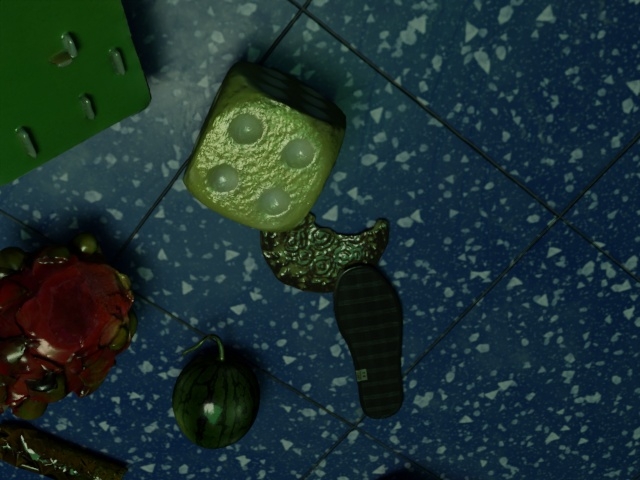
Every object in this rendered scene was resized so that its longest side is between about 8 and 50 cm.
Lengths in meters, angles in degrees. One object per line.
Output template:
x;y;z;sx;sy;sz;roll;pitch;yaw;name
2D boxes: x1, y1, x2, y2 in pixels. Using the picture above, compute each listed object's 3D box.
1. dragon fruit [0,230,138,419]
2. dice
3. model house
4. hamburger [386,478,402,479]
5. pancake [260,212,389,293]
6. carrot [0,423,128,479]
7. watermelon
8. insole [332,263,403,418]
-0.408;0.132;1.086;0.307;0.243;0.228;-27;75;-11;dragon fruit
-0.074;-0.125;1.004;0.166;0.169;0.169;24;112;-15;dice
-0.392;-0.294;0.886;0.242;0.313;0.358;-32;147;-16;model house
0.146;0.550;1.311;0.186;0.261;0.303;33;68;-23;hamburger
0.000;0.000;1.152;0.184;0.020;0.190;-42;112;16;pancake
-0.440;0.371;1.279;0.228;0.069;0.069;26;111;-16;carrot
-0.162;0.233;1.187;0.140;0.141;0.187;6;111;-6;watermelon
0.084;0.169;1.232;0.110;0.012;0.310;-10;118;-4;insole
